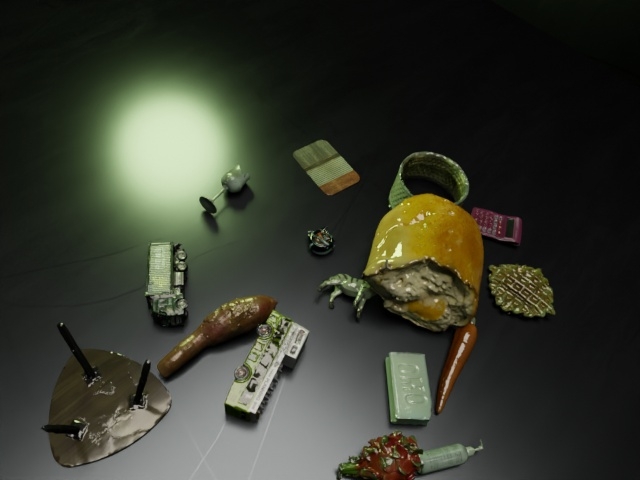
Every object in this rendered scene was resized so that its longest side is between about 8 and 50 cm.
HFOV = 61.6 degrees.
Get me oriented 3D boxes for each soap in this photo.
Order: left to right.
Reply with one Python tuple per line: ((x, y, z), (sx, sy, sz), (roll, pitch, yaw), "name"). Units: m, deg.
((0.254, 0.425, 1.547), (0.114, 0.063, 0.198), (4, 55, -9), "soap")

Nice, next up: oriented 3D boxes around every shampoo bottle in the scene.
((0.354, 0.585, 1.456), (0.195, 0.056, 0.056), (-6, 57, -13), "shampoo bottle")

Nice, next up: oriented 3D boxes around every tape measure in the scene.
((0.000, 0.002, 1.807), (0.091, 0.054, 0.094), (-14, 52, -16), "tape measure")

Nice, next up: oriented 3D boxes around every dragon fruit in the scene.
((0.155, 0.585, 1.391), (0.235, 0.135, 0.137), (-28, 61, -1), "dragon fruit")

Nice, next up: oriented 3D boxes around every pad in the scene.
((-0.038, -0.262, 1.983), (0.323, 0.055, 0.250), (-18, 59, -41), "pad")

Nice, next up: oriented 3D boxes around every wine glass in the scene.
((-0.329, -0.181, 1.866), (0.079, 0.079, 0.195), (31, 58, 13), "wine glass")

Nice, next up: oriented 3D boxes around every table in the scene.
((-0.576, 0.356, 1.346), (0.317, 0.249, 0.317), (4, 55, -6), "table")

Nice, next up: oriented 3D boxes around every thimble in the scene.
((0.389, -0.174, 1.933), (0.270, 0.150, 0.271), (4, 55, -6), "thimble")

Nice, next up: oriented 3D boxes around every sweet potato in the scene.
((-0.298, 0.257, 1.554), (0.385, 0.109, 0.109), (-28, 64, -18), "sweet potato")

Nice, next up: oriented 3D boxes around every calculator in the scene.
((0.640, -0.052, 1.963), (0.190, 0.034, 0.127), (16, 55, 9), "calculator")

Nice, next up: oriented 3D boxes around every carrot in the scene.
((0.405, 0.369, 1.620), (0.069, 0.069, 0.336), (27, 62, 10), "carrot")

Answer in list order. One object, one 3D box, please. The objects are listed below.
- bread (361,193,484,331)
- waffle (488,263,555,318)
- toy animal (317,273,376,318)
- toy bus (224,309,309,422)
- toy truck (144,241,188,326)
((0.348, 0.037, 1.682), (0.361, 0.250, 0.394), (29, 54, -11), "bread")
((0.672, 0.165, 1.802), (0.214, 0.054, 0.208), (1, 58, -2), "waffle")
((0.113, 0.152, 1.713), (0.216, 0.073, 0.176), (21, 48, 11), "toy animal")
((-0.152, 0.355, 1.506), (0.139, 0.113, 0.302), (24, 58, 7), "toy bus")
((-0.462, 0.130, 1.623), (0.121, 0.088, 0.259), (-2, 55, -12), "toy truck")
